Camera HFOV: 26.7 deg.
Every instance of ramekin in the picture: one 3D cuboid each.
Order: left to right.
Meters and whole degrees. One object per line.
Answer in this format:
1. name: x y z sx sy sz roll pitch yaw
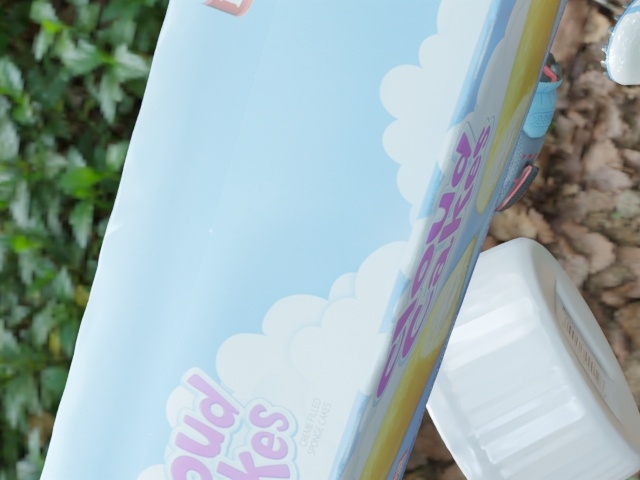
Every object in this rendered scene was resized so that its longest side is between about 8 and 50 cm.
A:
1. ramekin: 0.201 0.132 1.306 0.135 0.277 0.277 -30 68 18

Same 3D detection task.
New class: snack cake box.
1. snack cake box: 0.000 0.000 0.434 0.089 0.152 0.264 21 107 11

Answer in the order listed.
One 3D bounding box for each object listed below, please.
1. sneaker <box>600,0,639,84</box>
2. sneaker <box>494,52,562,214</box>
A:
1. sneaker: 0.347 -0.182 1.186 0.086 0.237 0.085 31 129 51
2. sneaker: 0.027 -0.083 0.864 0.262 0.104 0.125 23 110 43
